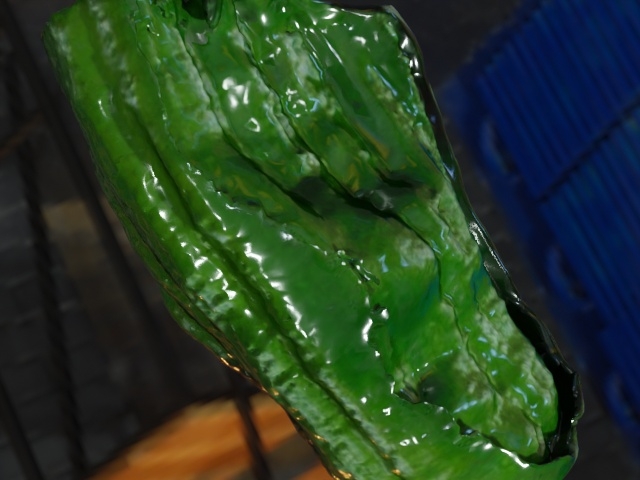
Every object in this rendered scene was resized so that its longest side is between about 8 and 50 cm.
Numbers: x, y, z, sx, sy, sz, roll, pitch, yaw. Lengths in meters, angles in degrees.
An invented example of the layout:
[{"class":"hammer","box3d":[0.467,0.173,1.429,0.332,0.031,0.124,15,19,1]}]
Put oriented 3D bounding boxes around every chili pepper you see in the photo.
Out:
[{"class":"chili pepper","box3d":[-0.006,0.001,1.123,0.167,0.385,0.213,-26,-164,31]}]
